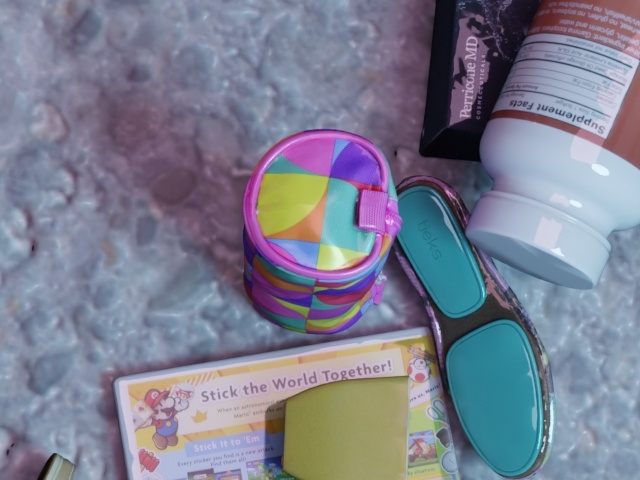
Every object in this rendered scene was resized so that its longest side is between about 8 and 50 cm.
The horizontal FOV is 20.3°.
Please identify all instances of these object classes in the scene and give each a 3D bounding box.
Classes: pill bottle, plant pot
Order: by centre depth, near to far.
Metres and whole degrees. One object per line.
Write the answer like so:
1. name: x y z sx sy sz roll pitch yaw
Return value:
1. pill bottle: 0.177 -0.084 1.157 0.121 0.121 0.216 25 81 -5
2. plant pot: 0.017 0.131 1.187 0.083 0.081 0.081 3 81 2

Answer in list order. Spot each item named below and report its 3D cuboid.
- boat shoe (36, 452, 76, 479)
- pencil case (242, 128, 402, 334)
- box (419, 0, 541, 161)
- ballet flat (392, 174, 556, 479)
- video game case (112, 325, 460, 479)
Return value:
1. boat shoe: -0.180 0.210 1.185 0.045 0.050 0.135 15 89 -10
2. pencil case: 0.000 0.000 1.157 0.104 0.236 0.104 0 80 0
3. box: 0.161 -0.134 1.271 0.158 0.093 0.156 6 80 -7
4. ballet flat: 0.112 0.056 1.240 0.077 0.079 0.221 -26 83 20
5. video game case: -0.015 0.178 1.227 0.227 0.026 0.206 -9 83 -10
